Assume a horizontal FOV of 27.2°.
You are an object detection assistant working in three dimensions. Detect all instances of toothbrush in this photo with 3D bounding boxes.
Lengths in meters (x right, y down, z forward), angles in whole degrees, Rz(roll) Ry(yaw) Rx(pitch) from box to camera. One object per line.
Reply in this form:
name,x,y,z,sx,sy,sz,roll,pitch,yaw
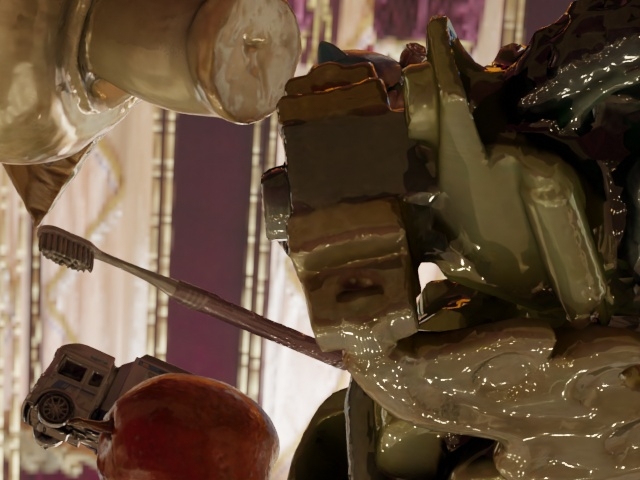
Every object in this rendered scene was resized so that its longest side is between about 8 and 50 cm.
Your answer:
toothbrush,-0.107,0.062,1.240,0.354,0.024,0.029,25,-140,-30

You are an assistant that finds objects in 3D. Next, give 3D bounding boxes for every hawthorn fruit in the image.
hawthorn fruit,-0.159,0.226,1.383,0.225,0.197,0.196,27,-175,-17

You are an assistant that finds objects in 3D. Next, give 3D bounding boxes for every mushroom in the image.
mushroom,-0.212,-0.207,1.073,0.315,0.315,0.356,0,-168,-18

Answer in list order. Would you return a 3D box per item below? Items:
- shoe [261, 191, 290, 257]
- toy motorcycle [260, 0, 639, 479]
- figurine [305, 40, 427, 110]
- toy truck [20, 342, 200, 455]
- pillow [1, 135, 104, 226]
shoe,0.000,0.000,1.068,0.071,0.049,0.179,-13,-148,-13
toy motorcycle,0.092,0.053,0.638,0.237,0.410,0.169,-7,-134,-1
figurine,0.070,-0.127,1.300,0.178,0.114,0.144,28,-143,23
toy truck,-0.249,0.229,1.758,0.268,0.155,0.124,25,152,-4
pillow,-0.338,-0.227,1.647,0.312,0.310,0.119,50,-161,27
